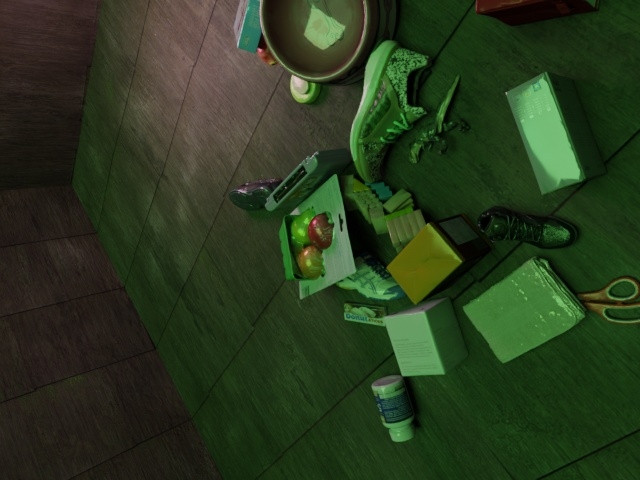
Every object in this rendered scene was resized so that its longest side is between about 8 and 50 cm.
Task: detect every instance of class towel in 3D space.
[{"bbox_3d":[0.513,0.182,1.164,0.187,0.049,0.282,58,138,18],"label":"towel"}]

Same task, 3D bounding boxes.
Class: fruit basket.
[{"bbox_3d":[0.000,0.000,1.517,0.353,0.165,0.327,-31,64,48],"label":"fruit basket"}]

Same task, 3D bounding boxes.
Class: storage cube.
[{"bbox_3d":[0.459,-0.577,0.945,0.193,0.183,0.215,11,108,44],"label":"storage cube"}]

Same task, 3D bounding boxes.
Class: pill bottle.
[{"bbox_3d":[0.245,0.547,1.481,0.112,0.112,0.187,-21,85,45],"label":"pill bottle"}]

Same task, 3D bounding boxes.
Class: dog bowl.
[{"bbox_3d":[0.006,-0.640,1.298,0.407,0.150,0.408,13,122,21],"label":"dog bowl"}]

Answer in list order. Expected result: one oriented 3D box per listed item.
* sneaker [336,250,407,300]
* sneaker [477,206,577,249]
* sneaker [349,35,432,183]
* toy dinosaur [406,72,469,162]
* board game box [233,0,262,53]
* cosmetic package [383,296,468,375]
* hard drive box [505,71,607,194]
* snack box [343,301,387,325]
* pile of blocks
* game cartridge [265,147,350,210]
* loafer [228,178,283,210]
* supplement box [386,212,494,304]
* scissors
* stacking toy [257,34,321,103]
[{"bbox_3d":[0.156,0.105,1.461,0.296,0.111,0.131,12,108,42],"label":"sneaker"},{"bbox_3d":[0.485,-0.024,1.094,0.227,0.130,0.087,22,117,37],"label":"sneaker"},{"bbox_3d":[0.205,-0.349,1.285,0.182,0.158,0.410,22,116,29],"label":"sneaker"},{"bbox_3d":[0.326,-0.305,1.232,0.118,0.064,0.268,52,128,31],"label":"toy dinosaur"},{"bbox_3d":[-0.229,-0.799,1.536,0.317,0.064,0.242,-108,35,-52],"label":"board game box"},{"bbox_3d":[0.308,0.280,1.324,0.151,0.151,0.184,-19,87,45],"label":"cosmetic package"},{"bbox_3d":[0.513,-0.230,0.979,0.089,0.181,0.232,-23,83,45],"label":"hard drive box"},{"bbox_3d":[0.154,0.251,1.561,0.178,0.022,0.064,0,101,44],"label":"snack box"},{"bbox_3d":[0.200,-0.088,1.395,0.362,0.149,0.113,47,172,38],"label":"pile of blocks"},{"bbox_3d":[-0.037,-0.199,1.513,0.297,0.198,0.062,-39,72,42],"label":"game cartridge"},{"bbox_3d":[-0.257,-0.190,1.829,0.302,0.095,0.109,0,130,49],"label":"loafer"},{"bbox_3d":[0.323,0.047,1.222,0.129,0.194,0.191,54,131,21],"label":"supplement box"},{"bbox_3d":[0.613,0.152,1.085,0.297,0.021,0.109,-14,90,45],"label":"scissors"},{"bbox_3d":[-0.072,-0.619,1.495,0.309,0.130,0.280,-24,83,45],"label":"stacking toy"}]
